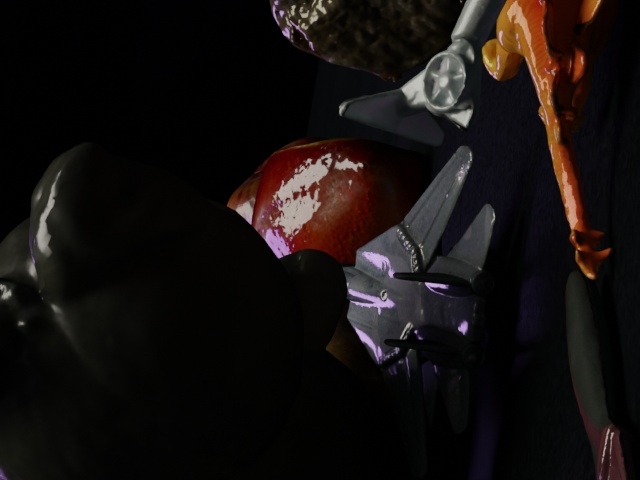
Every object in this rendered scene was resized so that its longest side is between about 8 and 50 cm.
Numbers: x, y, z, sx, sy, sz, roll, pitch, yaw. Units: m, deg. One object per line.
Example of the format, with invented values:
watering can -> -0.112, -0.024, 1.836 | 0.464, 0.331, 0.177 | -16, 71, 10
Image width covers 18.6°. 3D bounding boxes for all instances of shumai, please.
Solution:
shumai -> 0.057, -0.230, 1.539 | 0.206, 0.166, 0.175 | -58, -1, 9

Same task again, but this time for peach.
peach -> 0.014, -0.009, 1.845 | 0.267, 0.158, 0.154 | 142, 129, -82

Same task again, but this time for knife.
knife -> 0.128, 0.091, 0.847 | 0.247, 0.018, 0.035 | -92, 13, -52

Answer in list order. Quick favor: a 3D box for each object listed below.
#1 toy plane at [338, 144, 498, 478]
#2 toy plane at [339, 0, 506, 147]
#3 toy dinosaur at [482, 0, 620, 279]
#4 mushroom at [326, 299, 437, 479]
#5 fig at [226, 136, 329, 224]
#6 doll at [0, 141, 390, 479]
toy plane -> 0.057, 0.038, 1.327 | 0.267, 0.088, 0.212 | -162, 80, -76
toy plane -> 0.091, -0.158, 0.767 | 0.273, 0.182, 0.107 | -53, 44, 2
toy dinosaur -> 0.120, -0.121, 0.978 | 0.117, 0.070, 0.288 | 102, 169, -50
mushroom -> 0.022, 0.168, 1.429 | 0.151, 0.156, 0.286 | 162, 103, -73
fig -> 0.001, -0.007, 2.196 | 0.175, 0.207, 0.175 | -43, 8, 7
doll -> -0.056, 0.118, 1.166 | 0.378, 0.382, 0.252 | 34, 89, 45
